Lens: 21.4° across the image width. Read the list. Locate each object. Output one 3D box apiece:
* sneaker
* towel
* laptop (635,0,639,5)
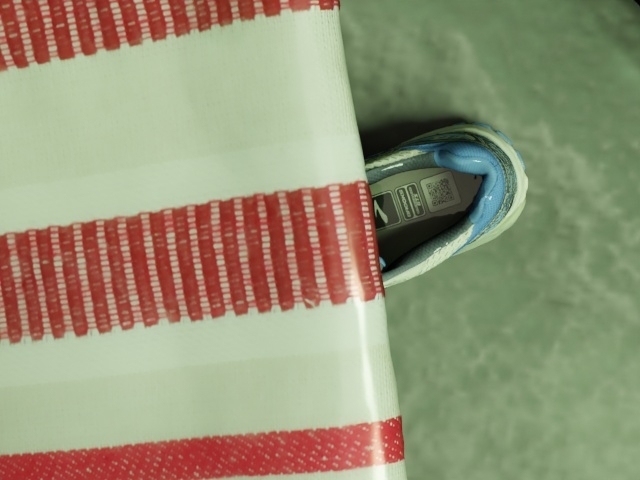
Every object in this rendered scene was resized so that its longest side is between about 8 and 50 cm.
[{"bbox_3d":[0.000,0.000,0.528,0.135,0.058,0.052,-28,90,6],"label":"sneaker"},{"bbox_3d":[-0.098,-0.003,0.518,0.237,0.037,0.329,-8,92,20],"label":"towel"},{"bbox_3d":[0.166,-0.117,0.403,0.234,0.136,0.264,46,122,10],"label":"laptop"}]
